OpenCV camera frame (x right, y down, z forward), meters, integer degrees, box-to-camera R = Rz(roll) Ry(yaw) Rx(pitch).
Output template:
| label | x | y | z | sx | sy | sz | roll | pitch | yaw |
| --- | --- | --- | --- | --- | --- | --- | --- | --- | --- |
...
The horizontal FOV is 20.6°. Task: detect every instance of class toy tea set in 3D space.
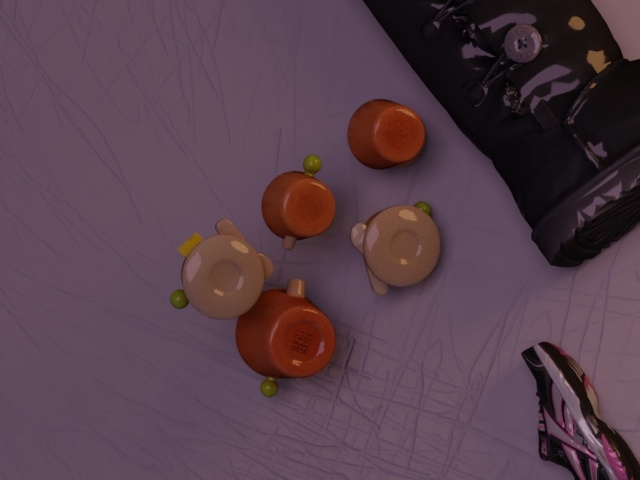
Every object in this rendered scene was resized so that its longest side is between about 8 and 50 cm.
| label | x | y | z | sx | sy | sz | roll | pitch | yaw |
| --- | --- | --- | --- | --- | --- | --- | --- | --- | --- |
| toy tea set | 0.000 | 0.000 | 1.849 | 0.336 | 0.124 | 0.200 | -41 | 105 | -12 |

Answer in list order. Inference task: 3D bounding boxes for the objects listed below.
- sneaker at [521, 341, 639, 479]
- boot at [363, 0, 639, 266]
| label | x | y | z | sx | sy | sz | roll | pitch | yaw |
| --- | --- | --- | --- | --- | --- | --- | --- | --- | --- |
| sneaker | 0.243 | 0.185 | 1.759 | 0.077 | 0.072 | 0.178 | -37 | 66 | 19 |
| boot | 0.262 | -0.251 | 1.806 | 0.367 | 0.146 | 0.445 | -35 | 67 | 7 |
